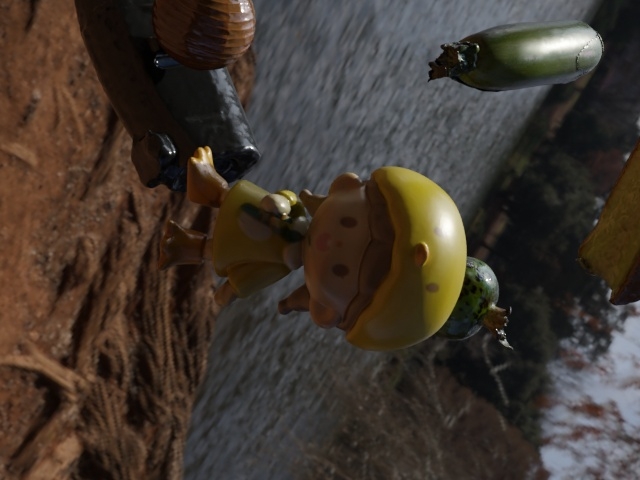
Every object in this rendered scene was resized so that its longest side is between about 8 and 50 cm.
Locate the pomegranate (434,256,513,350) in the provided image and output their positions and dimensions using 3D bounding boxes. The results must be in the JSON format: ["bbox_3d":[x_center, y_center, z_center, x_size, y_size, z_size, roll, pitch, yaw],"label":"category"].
[{"bbox_3d":[0.203,0.089,1.180,0.122,0.161,0.122,-40,150,-29],"label":"pomegranate"}]

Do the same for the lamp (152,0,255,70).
[{"bbox_3d":[-0.152,-0.290,1.133,0.136,0.136,0.136,-57,172,-12],"label":"lamp"}]

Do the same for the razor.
[{"bbox_3d":[-0.214,-0.226,1.219,0.189,0.327,0.107,-15,163,-30],"label":"razor"}]

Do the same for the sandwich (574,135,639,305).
[{"bbox_3d":[0.352,-0.046,0.811,0.122,0.128,0.236,-89,-161,-58],"label":"sandwich"}]

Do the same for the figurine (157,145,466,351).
[{"bbox_3d":[0.000,0.000,1.011,0.187,0.343,0.215,22,84,-87],"label":"figurine"}]

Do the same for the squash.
[{"bbox_3d":[0.251,-0.228,1.065,0.331,0.087,0.087,-15,142,-41],"label":"squash"}]
